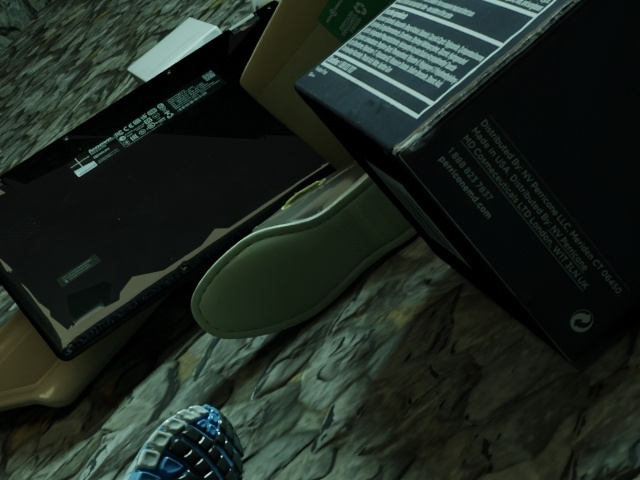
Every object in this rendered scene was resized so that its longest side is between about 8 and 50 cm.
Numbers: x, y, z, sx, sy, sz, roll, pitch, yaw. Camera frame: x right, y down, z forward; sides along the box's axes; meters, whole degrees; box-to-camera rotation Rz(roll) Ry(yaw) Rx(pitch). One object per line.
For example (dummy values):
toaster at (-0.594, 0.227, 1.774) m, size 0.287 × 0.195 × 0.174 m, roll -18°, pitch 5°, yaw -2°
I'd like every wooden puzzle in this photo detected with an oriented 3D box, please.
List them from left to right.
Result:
wooden puzzle at (-0.244, 0.094, 1.856) m, size 0.238 × 0.044 × 0.221 m, roll -10°, pitch 34°, yaw 52°

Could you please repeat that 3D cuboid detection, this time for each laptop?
laptop at (-0.136, -0.029, 1.870) m, size 0.382 × 0.236 × 0.408 m, roll -35°, pitch 44°, yaw -11°

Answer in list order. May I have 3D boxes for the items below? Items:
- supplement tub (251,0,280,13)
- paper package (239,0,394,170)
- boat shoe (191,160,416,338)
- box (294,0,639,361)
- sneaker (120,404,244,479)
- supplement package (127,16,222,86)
supplement tub at (0.027, -0.247, 1.949) m, size 0.144 × 0.144 × 0.199 m, roll -45°, pitch 17°, yaw -15°
paper package at (0.109, -0.244, 1.555) m, size 0.309 × 0.168 × 0.325 m, roll -53°, pitch -1°, yaw -36°
boat shoe at (0.000, 0.000, 1.495) m, size 0.227 × 0.081 × 0.069 m, roll -32°, pitch 14°, yaw 4°
box at (0.173, -0.111, 1.209) m, size 0.294 × 0.183 × 0.296 m, roll -42°, pitch 17°, yaw 0°
sneaker at (-0.126, 0.188, 1.299) m, size 0.083 × 0.071 × 0.191 m, roll -28°, pitch 19°, yaw 52°
supplement package at (-0.145, -0.187, 2.240) m, size 0.105 × 0.105 × 0.179 m, roll -42°, pitch 17°, yaw -4°
